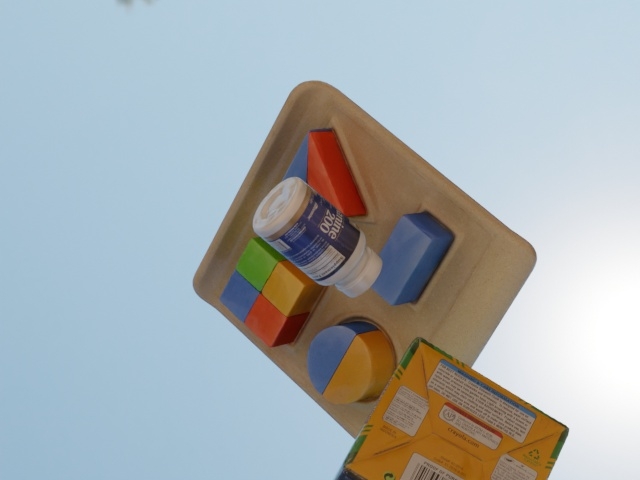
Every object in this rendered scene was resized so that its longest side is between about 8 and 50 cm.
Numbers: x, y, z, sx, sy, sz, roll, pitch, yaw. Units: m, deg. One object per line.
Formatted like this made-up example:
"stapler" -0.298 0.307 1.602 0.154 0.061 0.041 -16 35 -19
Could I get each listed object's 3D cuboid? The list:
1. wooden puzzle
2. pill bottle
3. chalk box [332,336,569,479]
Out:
"wooden puzzle" 0.029 0.039 1.836 0.348 0.322 0.080 39 -155 21
"pill bottle" 0.000 0.000 1.523 0.120 0.067 0.067 39 -150 -24
"chalk box" 0.094 0.271 1.623 0.180 0.289 0.179 31 -127 4
